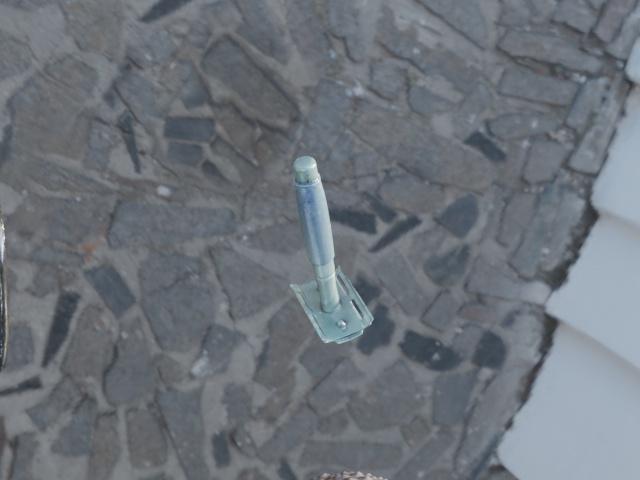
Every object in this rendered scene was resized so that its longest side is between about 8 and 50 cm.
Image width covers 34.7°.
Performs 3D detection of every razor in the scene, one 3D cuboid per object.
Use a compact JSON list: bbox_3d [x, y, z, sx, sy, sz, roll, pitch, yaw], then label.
[{"bbox_3d":[0.000,0.000,0.687,0.040,0.068,0.135,-21,133,-13],"label":"razor"}]

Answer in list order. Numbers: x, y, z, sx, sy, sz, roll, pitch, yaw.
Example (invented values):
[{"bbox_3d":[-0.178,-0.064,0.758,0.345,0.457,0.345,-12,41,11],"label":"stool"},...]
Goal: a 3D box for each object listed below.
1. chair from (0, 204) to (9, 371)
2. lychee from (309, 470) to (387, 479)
[{"bbox_3d":[-0.485,0.025,0.877,0.401,0.226,0.227,-4,114,-22],"label":"chair"},{"bbox_3d":[0.028,0.285,0.909,0.197,0.165,0.165,-50,144,-61],"label":"lychee"}]
